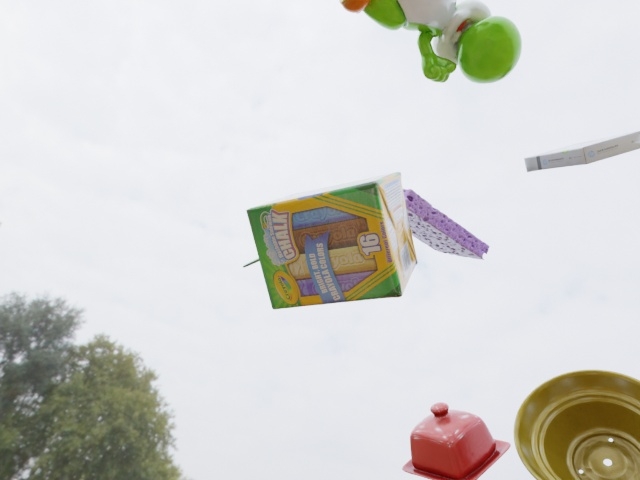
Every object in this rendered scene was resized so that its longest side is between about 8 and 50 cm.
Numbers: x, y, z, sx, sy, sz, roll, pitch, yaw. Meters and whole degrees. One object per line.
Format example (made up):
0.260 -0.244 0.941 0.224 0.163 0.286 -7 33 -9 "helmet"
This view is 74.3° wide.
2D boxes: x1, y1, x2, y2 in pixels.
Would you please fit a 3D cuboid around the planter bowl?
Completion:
0.415 0.307 0.629 0.217 0.217 0.090 -23 -68 35 "planter bowl"

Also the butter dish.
0.239 0.365 0.794 0.159 0.160 0.118 -24 -98 53 "butter dish"

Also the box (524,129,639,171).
0.558 -0.188 0.903 0.145 0.186 0.038 -16 -83 -6 "box"

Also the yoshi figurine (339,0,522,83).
0.219 -0.391 0.733 0.361 0.203 0.203 20 -24 -26 "yoshi figurine"

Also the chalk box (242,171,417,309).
0.000 0.000 0.541 0.212 0.132 0.132 -8 -79 23 "chalk box"

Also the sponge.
0.180 -0.028 0.726 0.210 0.031 0.117 29 -7 -29 "sponge"
